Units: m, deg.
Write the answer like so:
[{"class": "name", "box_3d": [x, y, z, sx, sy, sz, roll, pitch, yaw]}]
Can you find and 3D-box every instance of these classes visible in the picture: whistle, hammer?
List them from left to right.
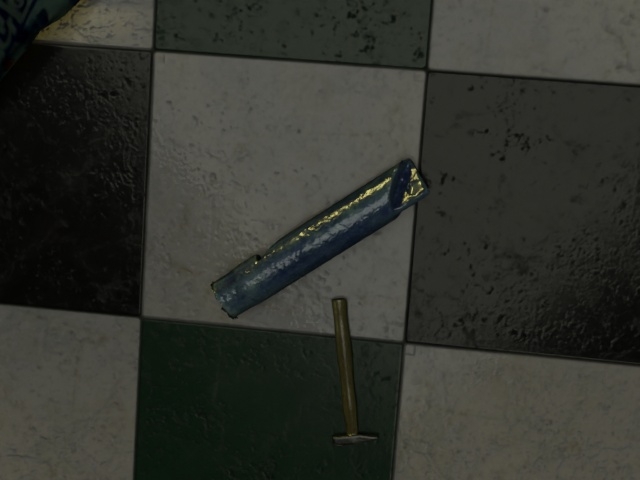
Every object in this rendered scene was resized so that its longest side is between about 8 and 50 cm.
[{"class": "whistle", "box_3d": [0.000, 0.000, 1.377, 0.304, 0.062, 0.062, -33, 94, 10]}, {"class": "hammer", "box_3d": [0.038, 0.173, 1.422, 0.062, 0.013, 0.199, -5, 98, 7]}]

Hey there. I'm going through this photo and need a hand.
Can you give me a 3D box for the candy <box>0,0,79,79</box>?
[{"class": "candy", "box_3d": [-0.420, -0.272, 1.334, 0.331, 0.187, 0.077, -44, 52, 10]}]
